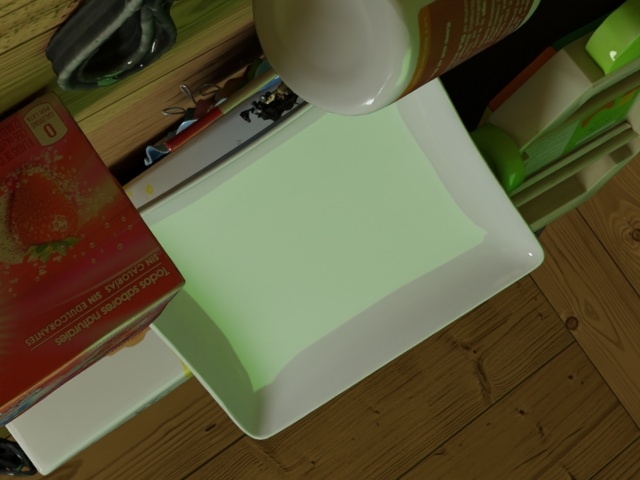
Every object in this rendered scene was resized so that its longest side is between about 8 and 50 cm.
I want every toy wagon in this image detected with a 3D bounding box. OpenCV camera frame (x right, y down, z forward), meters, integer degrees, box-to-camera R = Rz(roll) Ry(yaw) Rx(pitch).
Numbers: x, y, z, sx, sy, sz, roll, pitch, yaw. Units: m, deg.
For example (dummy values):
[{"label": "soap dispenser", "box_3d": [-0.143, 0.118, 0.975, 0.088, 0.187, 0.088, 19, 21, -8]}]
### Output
[{"label": "toy wagon", "box_3d": [0.221, -0.110, 1.598, 0.267, 0.068, 0.344, -30, 160, -26]}]

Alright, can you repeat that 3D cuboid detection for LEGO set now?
[{"label": "LEGO set", "box_3d": [-0.032, -0.095, 1.418, 0.054, 0.023, 0.083, -35, -177, 19]}]

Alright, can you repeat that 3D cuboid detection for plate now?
[{"label": "plate", "box_3d": [0.000, 0.000, 1.484, 0.278, 0.045, 0.277, -33, 135, 4]}]

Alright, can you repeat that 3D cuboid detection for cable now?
[{"label": "cable", "box_3d": [-0.068, -0.121, 0.966, 0.139, 0.072, 0.287, -25, 171, -42]}]

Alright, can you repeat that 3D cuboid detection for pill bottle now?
[{"label": "pill bottle", "box_3d": [0.066, -0.167, 1.246, 0.216, 0.121, 0.121, -32, 176, -44]}]

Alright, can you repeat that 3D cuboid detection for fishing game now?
[{"label": "fishing game", "box_3d": [-0.058, -0.119, 1.452, 0.189, 0.041, 0.264, -35, -175, 0]}]

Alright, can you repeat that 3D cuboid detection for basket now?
[{"label": "basket", "box_3d": [0.171, -0.199, 1.642, 0.204, 0.154, 0.227, 13, 143, -23]}]

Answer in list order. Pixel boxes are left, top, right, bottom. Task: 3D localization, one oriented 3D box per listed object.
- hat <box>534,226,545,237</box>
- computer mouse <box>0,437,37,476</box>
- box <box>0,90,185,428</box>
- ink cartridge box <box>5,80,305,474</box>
[{"label": "hat", "box_3d": [0.145, -0.144, 1.889, 0.134, 0.331, 0.331, 9, 155, -25]}, {"label": "computer mouse", "box_3d": [-0.378, 0.173, 1.614, 0.262, 0.060, 0.184, -12, -165, -36]}, {"label": "box", "box_3d": [-0.246, 0.062, 1.178, 0.300, 0.142, 0.154, -34, 178, -15]}, {"label": "ink cartridge box", "box_3d": [-0.113, 0.021, 1.685, 0.384, 0.160, 0.279, -34, 180, -3]}]
